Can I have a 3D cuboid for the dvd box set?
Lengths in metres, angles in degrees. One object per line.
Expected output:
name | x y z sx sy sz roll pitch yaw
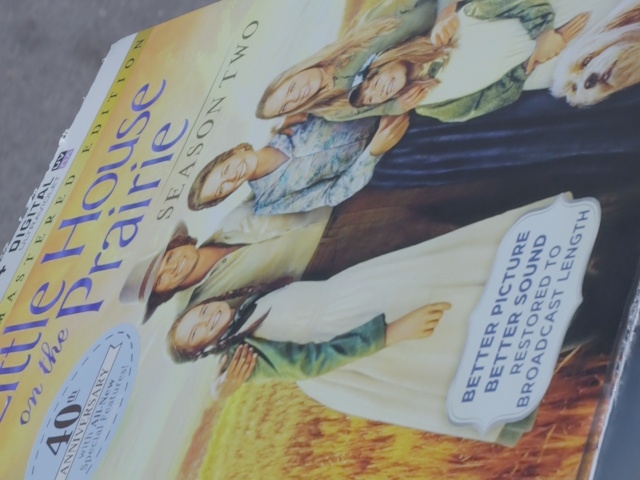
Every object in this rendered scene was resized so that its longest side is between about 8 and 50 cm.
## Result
dvd box set | 0.000 0.000 0.734 0.062 0.420 0.308 40 58 -30
